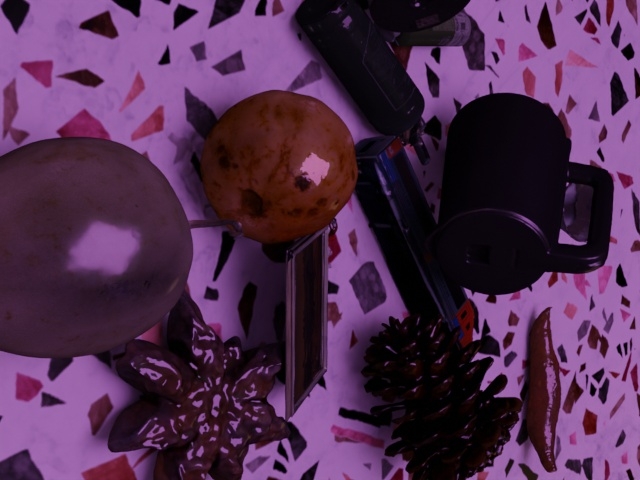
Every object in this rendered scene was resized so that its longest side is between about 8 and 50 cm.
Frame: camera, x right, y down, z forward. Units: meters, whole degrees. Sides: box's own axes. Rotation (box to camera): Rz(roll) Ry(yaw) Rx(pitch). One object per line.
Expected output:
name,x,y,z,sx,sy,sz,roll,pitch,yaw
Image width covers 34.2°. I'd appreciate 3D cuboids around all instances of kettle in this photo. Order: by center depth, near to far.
kettle,0.136,-0.455,1.628,0.221,0.161,0.237,51,24,-66
kettle,0.318,-0.060,1.699,0.262,0.203,0.308,28,42,-11

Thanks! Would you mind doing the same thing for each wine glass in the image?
wine glass,0.397,-0.052,1.881,0.122,0.182,0.122,3,86,-43

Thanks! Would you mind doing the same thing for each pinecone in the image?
pinecone,0.178,0.247,1.664,0.246,0.246,0.292,-41,101,-35

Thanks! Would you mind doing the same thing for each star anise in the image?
star anise,-0.154,0.210,1.412,0.315,0.108,0.316,-4,97,-36

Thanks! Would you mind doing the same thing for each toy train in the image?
toy train,0.160,0.017,1.722,0.089,0.086,0.410,-45,120,-36

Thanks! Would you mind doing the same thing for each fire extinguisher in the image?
fire extinguisher,0.085,-0.252,1.633,0.311,0.095,0.114,49,18,-34

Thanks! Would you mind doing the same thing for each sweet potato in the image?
sweet potato,0.434,0.285,2.006,0.072,0.066,0.315,11,81,-50

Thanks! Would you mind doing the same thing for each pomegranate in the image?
pomegranate,-0.054,-0.103,1.442,0.215,0.215,0.216,-1,92,-44

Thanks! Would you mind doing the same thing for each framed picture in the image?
framed picture,-0.017,0.111,1.511,0.197,0.014,0.252,-42,134,-69

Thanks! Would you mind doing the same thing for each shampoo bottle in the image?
shampoo bottle,0.168,-0.353,1.737,0.204,0.065,0.065,-10,98,-43

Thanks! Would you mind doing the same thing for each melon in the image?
melon,-0.289,0.008,1.183,0.308,0.271,0.272,4,88,-49

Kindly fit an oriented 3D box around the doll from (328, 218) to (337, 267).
doll,0.006,0.001,1.608,0.058,0.040,0.085,-27,105,-27
